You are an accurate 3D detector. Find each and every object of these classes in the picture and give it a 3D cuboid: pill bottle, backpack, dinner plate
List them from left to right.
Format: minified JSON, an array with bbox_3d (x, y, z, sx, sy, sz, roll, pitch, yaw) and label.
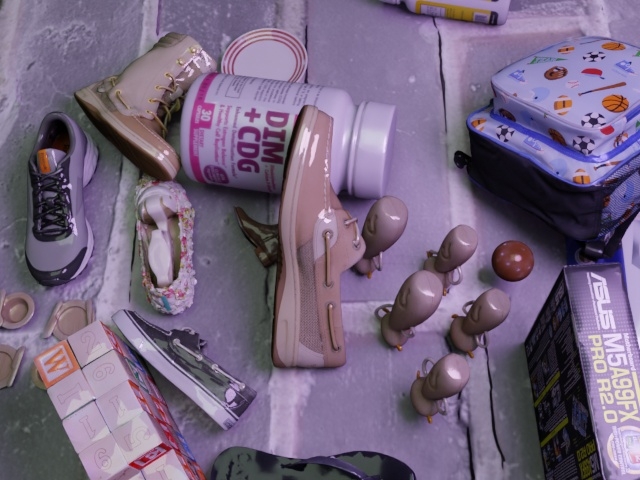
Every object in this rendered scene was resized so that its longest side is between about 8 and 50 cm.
[{"bbox_3d":[-0.091,-0.285,1.190,0.141,0.017,0.141,-2,65,3],"label":"dinner plate"},{"bbox_3d":[-0.041,-0.143,1.041,0.283,0.160,0.160,8,67,9],"label":"pill bottle"},{"bbox_3d":[0.202,-0.417,1.168,0.208,0.119,0.119,12,67,10],"label":"pill bottle"},{"bbox_3d":[0.356,-0.150,0.977,0.263,0.213,0.276,-27,48,-23],"label":"backpack"}]

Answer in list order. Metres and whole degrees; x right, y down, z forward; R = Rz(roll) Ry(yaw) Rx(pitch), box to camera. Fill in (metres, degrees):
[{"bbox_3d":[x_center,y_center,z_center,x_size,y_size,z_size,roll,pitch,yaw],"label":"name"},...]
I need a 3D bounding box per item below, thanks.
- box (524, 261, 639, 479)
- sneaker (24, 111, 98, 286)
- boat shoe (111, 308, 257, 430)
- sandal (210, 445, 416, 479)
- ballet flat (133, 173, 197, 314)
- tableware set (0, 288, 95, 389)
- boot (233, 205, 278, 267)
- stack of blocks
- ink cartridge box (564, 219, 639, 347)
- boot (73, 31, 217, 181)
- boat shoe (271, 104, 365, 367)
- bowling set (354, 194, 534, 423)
[{"bbox_3d":[0.288,0.173,0.808,0.060,0.270,0.216,-5,64,4],"label":"box"},{"bbox_3d":[-0.389,-0.063,1.066,0.100,0.108,0.271,-5,66,1],"label":"sneaker"},{"bbox_3d":[-0.180,0.154,0.969,0.219,0.078,0.070,39,75,11],"label":"boat shoe"},{"bbox_3d":[-0.011,0.302,0.893,0.254,0.054,0.097,0,66,5],"label":"sandal"},{"bbox_3d":[-0.222,-0.012,1.044,0.091,0.077,0.241,-16,65,-1],"label":"ballet flat"},{"bbox_3d":[-0.398,0.141,1.021,0.168,0.020,0.141,4,66,7],"label":"tableware set"},{"bbox_3d":[-0.056,-0.030,1.059,0.114,0.037,0.106,-31,80,-6],"label":"boot"},{"bbox_3d":[-0.210,0.258,0.868,0.087,0.171,0.297,-31,67,-9],"label":"stack of blocks"},{"bbox_3d":[0.444,0.079,0.960,0.224,0.045,0.223,1,65,5],"label":"ink cartridge box"},{"bbox_3d":[-0.233,-0.212,1.111,0.203,0.095,0.262,-39,49,-15],"label":"boot"},{"bbox_3d":[0.000,0.000,0.938,0.110,0.121,0.341,4,107,-3],"label":"boat shoe"},{"bbox_3d":[0.172,0.079,0.952,0.200,0.154,0.287,-6,62,-18],"label":"bowling set"}]
